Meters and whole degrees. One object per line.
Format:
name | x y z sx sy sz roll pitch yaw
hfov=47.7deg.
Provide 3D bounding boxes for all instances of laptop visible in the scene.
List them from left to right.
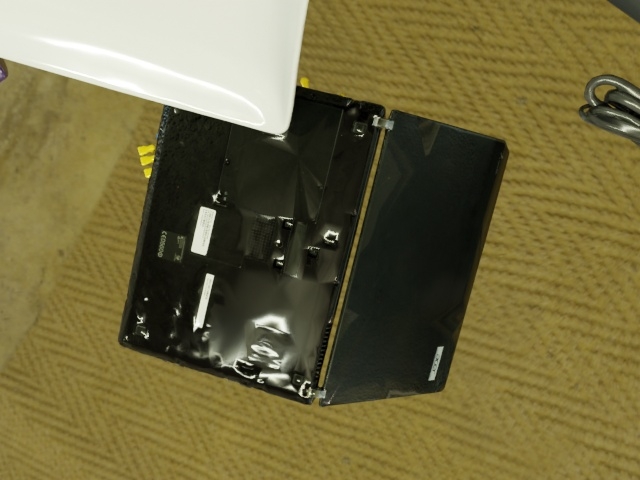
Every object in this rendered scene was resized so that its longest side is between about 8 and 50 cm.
laptop | 0.000 0.000 0.599 0.264 0.136 0.235 15 99 10

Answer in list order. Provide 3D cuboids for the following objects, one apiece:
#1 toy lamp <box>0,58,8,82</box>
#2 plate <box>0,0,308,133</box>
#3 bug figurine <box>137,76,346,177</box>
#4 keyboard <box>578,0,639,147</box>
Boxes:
toy lamp | -0.532 -0.179 0.903 0.274 0.080 0.080 -23 79 -9
plate | -0.132 -0.176 0.382 0.277 0.277 0.045 15 67 -2
bug figurine | -0.086 -0.091 0.955 0.278 0.072 0.217 -13 81 -2
keyboard | 0.208 -0.076 0.332 0.317 0.033 0.202 36 63 4
